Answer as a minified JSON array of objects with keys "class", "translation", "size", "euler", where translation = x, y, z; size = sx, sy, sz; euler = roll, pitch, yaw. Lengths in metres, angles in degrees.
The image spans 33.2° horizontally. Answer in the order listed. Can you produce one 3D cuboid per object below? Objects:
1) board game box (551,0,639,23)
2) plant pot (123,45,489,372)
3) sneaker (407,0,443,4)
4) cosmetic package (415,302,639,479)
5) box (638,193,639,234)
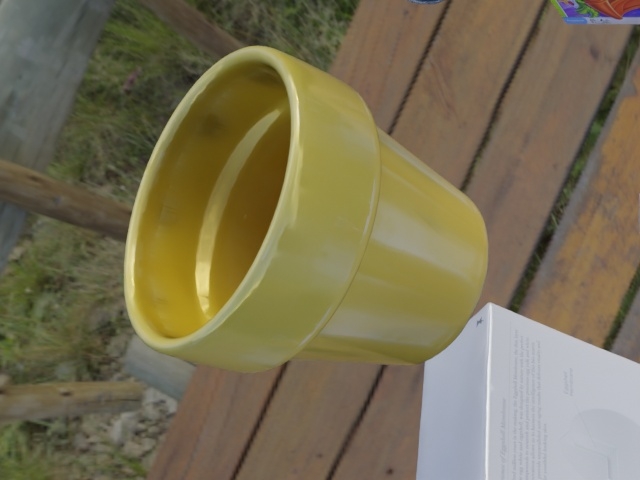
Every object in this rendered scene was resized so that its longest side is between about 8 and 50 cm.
[{"class":"board game box","translation":[0.528,-0.422,1.690],"size":[0.347,0.233,0.078],"euler":[7,80,31]},{"class":"plant pot","translation":[0.000,0.000,0.891],"size":[0.254,0.239,0.254],"euler":[-33,47,43]},{"class":"sneaker","translation":[0.038,-0.259,0.765],"size":[0.169,0.447,0.257],"euler":[14,70,-9]},{"class":"cosmetic package","translation":[0.220,0.217,1.050],"size":[0.225,0.138,0.224],"euler":[23,49,-16]},{"class":"box","translation":[0.564,0.056,1.672],"size":[0.094,0.113,0.275],"euler":[-7,54,11]}]
